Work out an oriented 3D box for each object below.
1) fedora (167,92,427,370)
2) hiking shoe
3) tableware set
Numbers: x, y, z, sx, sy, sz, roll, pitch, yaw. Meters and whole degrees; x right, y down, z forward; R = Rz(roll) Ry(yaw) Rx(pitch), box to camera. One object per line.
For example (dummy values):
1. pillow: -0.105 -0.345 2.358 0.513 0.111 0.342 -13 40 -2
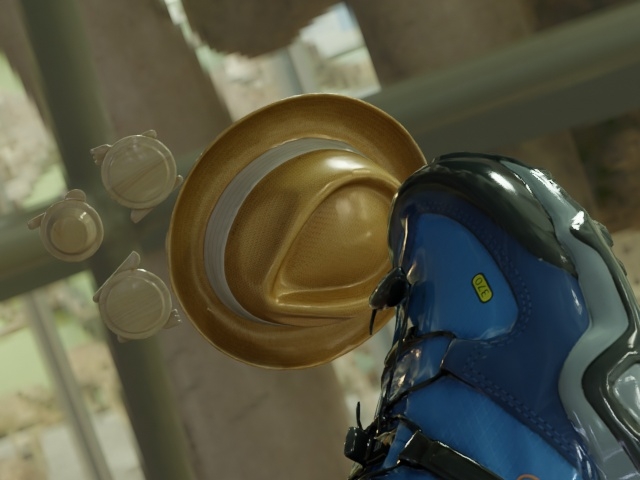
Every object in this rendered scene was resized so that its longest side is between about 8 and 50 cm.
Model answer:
1. fedora: 0.000 0.000 1.145 0.194 0.194 0.079 -21 17 -17
2. hiking shoe: 0.034 0.098 0.536 0.132 0.304 0.113 6 -33 -15
3. tableware set: -0.159 -0.002 1.535 0.141 0.169 0.020 -36 12 7
